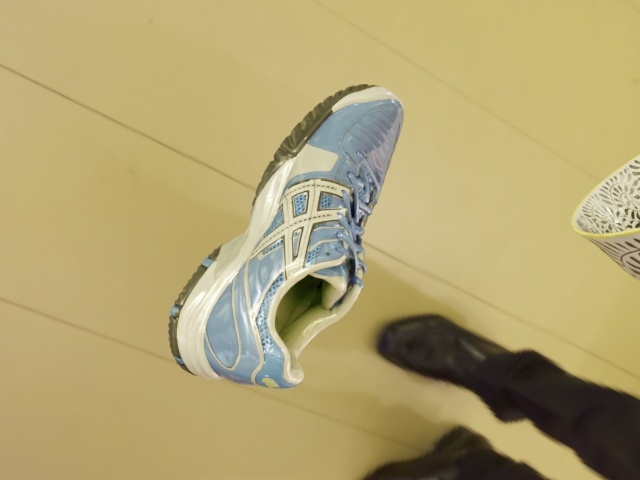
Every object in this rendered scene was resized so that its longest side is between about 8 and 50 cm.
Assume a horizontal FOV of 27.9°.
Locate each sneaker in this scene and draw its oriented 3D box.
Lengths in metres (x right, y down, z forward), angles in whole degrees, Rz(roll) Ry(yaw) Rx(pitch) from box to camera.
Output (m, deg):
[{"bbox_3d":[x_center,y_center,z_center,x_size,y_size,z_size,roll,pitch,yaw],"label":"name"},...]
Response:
[{"bbox_3d":[0.000,0.000,0.762,0.211,0.081,0.080,-59,141,-17],"label":"sneaker"}]

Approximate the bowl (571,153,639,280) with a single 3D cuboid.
[{"bbox_3d":[0.238,-0.014,0.738,0.170,0.170,0.080,-34,101,-20],"label":"bowl"}]
